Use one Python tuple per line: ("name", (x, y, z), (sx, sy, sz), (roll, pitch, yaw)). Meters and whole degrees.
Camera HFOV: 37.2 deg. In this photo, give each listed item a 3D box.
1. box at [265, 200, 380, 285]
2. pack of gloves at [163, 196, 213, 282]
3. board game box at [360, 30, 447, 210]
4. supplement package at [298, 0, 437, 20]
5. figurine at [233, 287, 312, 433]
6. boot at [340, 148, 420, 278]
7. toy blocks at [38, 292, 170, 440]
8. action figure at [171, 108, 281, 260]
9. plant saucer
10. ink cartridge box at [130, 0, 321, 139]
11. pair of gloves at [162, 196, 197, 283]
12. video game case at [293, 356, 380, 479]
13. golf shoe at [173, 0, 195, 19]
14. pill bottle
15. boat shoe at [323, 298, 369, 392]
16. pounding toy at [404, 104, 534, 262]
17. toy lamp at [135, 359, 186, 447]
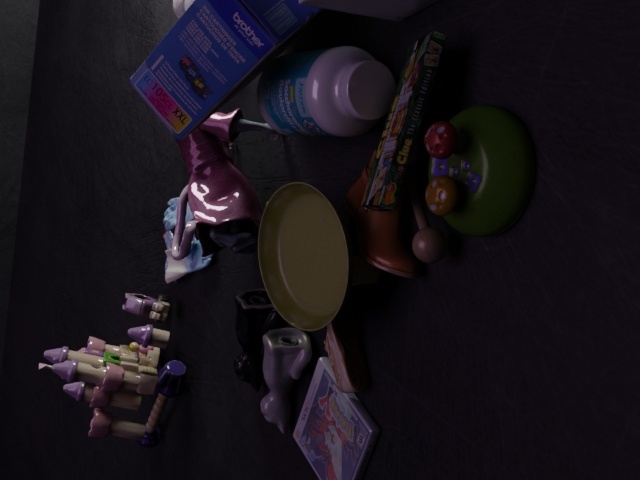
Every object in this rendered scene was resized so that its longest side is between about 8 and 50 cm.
("box", (0.000, 0.000, 1.608), (0.232, 0.087, 0.058), (35, 119, 42))
("pack of gloves", (-0.315, -0.021, 2.178), (0.232, 0.046, 0.195), (-22, 70, 49))
("board game box", (0.120, -0.171, 1.401), (0.136, 0.030, 0.260), (-176, 103, -83))
("supplement package", (0.079, -0.459, 1.420), (0.149, 0.194, 0.203), (-14, 78, 58))
("figurine", (-0.100, 0.235, 1.815), (0.215, 0.092, 0.209), (49, 137, 47))
("boot", (0.109, -0.042, 1.482), (0.197, 0.073, 0.152), (40, 111, 38))
("toy blocks", (-0.513, 0.270, 2.217), (0.288, 0.260, 0.309), (-149, 74, -75))
("action figure", (-0.228, -0.145, 1.876), (0.248, 0.275, 0.370), (-37, 71, 60))
("plant saucer", (-0.019, 0.025, 1.537), (0.241, 0.037, 0.241), (12, 106, 51))
("ink cartridge box", (-0.116, -0.371, 1.600), (0.151, 0.270, 0.395), (49, 139, -9))
("pair of gloves", (-0.341, 0.003, 2.274), (0.198, 0.023, 0.159), (-58, 42, 40))
("video game case", (0.022, 0.335, 1.652), (0.201, 0.023, 0.183), (49, 130, 48))
("golf shoe", (-0.238, -0.614, 2.062), (0.140, 0.115, 0.306), (27, 119, 45))
("pill bottle", (0.013, -0.244, 1.571), (0.264, 0.146, 0.146), (10, 97, 59))
("boat shoe", (0.033, 0.176, 1.602), (0.059, 0.063, 0.170), (-32, 63, 48))
("pounding toy", (0.172, -0.085, 1.312), (0.237, 0.110, 0.183), (-38, 60, 46))
("toy lamp", (-0.380, 0.388, 2.275), (0.275, 0.080, 0.080), (-62, 40, 39))
